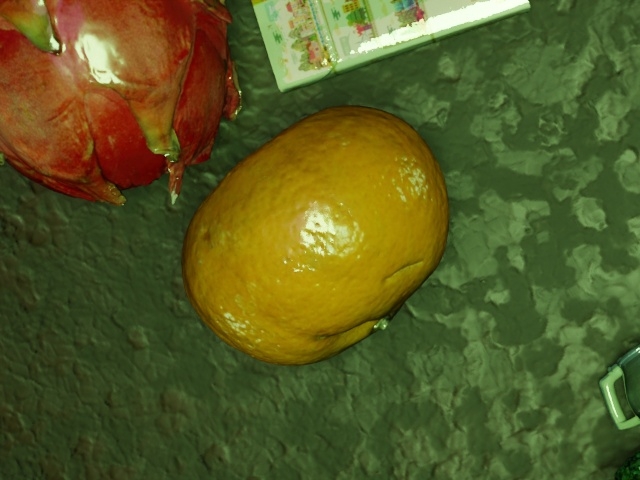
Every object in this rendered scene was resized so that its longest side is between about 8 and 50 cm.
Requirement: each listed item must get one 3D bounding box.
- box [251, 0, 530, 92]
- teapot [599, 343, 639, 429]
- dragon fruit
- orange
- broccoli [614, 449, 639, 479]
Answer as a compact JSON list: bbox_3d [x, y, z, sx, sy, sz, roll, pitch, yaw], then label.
[{"bbox_3d":[0.053,-0.217,0.979,0.220,0.032,0.122,-17,90,11],"label":"box"},{"bbox_3d":[0.267,0.116,0.948,0.088,0.066,0.057,-45,64,31],"label":"teapot"},{"bbox_3d":[-0.184,-0.155,0.931,0.241,0.241,0.252,7,106,10],"label":"dragon fruit"},{"bbox_3d":[0.000,0.000,0.906,0.224,0.224,0.170,-40,91,9],"label":"orange"},{"bbox_3d":[0.324,0.266,0.835,0.298,0.297,0.297,16,128,21],"label":"broccoli"}]
